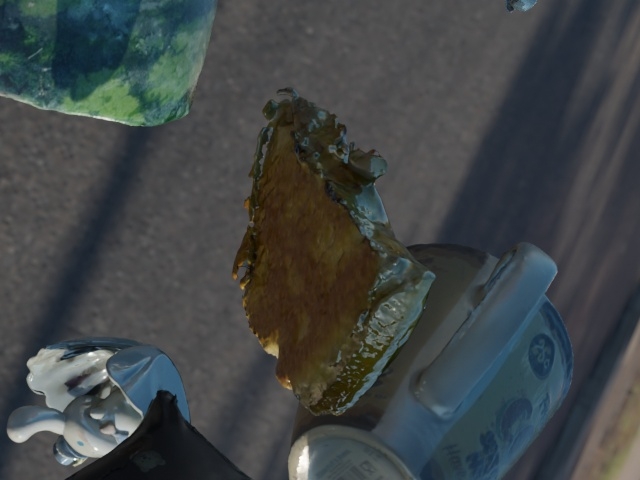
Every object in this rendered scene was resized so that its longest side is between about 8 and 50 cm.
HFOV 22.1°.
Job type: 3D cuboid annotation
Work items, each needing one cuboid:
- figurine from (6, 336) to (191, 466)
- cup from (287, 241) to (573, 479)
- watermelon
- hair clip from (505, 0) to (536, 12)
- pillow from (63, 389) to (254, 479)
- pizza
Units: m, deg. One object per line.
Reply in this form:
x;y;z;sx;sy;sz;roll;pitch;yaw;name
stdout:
-0.117;0.095;0.899;0.082;0.086;0.094;-95;159;-46;figurine
0.108;0.135;1.485;0.301;0.227;0.257;-54;179;39;cup
-0.177;-0.188;1.023;0.213;0.201;0.261;16;70;-44;watermelon
0.244;-0.308;1.639;0.220;0.054;0.140;-37;-161;39;hair clip
-0.043;0.132;0.681;0.090;0.150;0.048;-29;151;-55;pillow
-0.001;0.000;1.278;0.071;0.297;0.189;8;122;-30;pizza
